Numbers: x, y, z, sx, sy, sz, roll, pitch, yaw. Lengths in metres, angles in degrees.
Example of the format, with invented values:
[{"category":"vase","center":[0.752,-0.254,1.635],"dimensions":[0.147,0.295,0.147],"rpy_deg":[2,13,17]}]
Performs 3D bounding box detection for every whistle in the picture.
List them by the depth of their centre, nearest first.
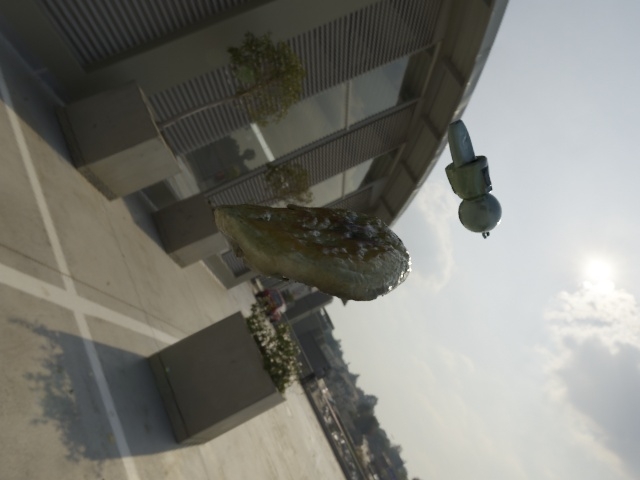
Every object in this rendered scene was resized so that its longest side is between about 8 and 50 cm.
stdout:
[{"category":"whistle","center":[0.120,-0.047,0.376],"dimensions":[0.035,0.035,0.100],"rpy_deg":[-139,-154,-71]}]

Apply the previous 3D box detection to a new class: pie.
[{"category":"pie","center":[0.000,0.000,0.750],"dimensions":[0.337,0.338,0.075],"rpy_deg":[-131,-129,-62]}]
